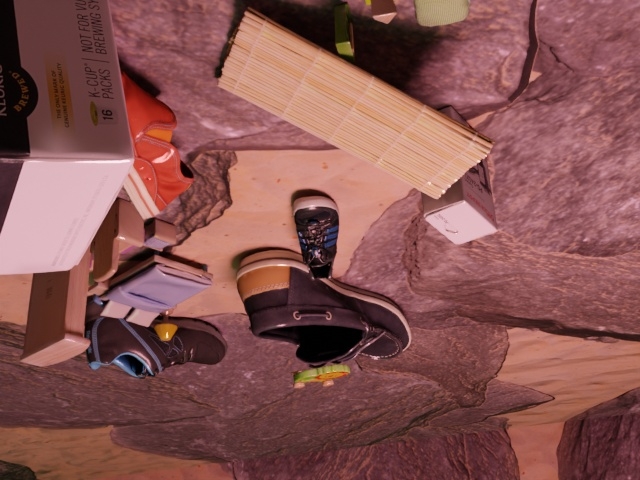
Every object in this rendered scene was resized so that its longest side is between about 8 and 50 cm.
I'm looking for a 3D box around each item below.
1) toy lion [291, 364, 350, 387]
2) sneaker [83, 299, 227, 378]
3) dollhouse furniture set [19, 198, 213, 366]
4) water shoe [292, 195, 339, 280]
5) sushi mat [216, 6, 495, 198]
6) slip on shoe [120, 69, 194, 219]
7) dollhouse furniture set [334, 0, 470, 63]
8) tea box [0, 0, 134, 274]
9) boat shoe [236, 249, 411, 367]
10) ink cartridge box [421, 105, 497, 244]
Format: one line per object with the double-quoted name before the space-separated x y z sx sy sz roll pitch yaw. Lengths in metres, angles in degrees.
"toy lion" 0.004 0.260 1.593 0.100 0.034 0.096 0 159 -22
"sneaker" -0.337 0.225 1.670 0.341 0.139 0.125 21 143 -40
"dollhouse furniture set" -0.302 0.113 1.390 0.286 0.198 0.303 -25 146 37
"water shoe" 0.000 0.000 1.326 0.073 0.080 0.203 -6 153 5
"sushi mat" 0.032 -0.151 0.957 0.317 0.019 0.151 27 154 -6
"slip on shoe" -0.234 -0.150 1.000 0.101 0.123 0.331 -33 150 -12
"dollhouse furniture set" 0.091 -0.240 0.889 0.152 0.058 0.076 -7 153 9
"tea box" -0.352 -0.157 0.653 0.324 0.328 0.220 0 156 -31
"boat shoe" 0.019 0.170 1.585 0.187 0.155 0.500 -20 150 27
"ink cartridge box" 0.181 -0.085 1.100 0.063 0.150 0.109 -20 149 29
